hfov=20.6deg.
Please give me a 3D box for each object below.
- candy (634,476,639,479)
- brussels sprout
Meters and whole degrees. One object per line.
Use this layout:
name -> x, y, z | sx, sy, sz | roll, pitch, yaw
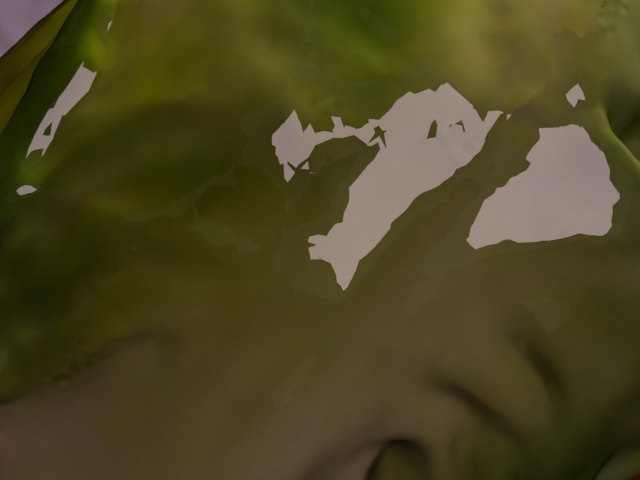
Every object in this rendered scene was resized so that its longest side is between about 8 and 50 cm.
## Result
candy -> 0.164, 0.035, 0.632 | 0.086, 0.059, 0.292 | 30, 94, 26
brussels sprout -> -0.001, -0.002, 0.536 | 0.227, 0.259, 0.294 | 41, 70, 2
